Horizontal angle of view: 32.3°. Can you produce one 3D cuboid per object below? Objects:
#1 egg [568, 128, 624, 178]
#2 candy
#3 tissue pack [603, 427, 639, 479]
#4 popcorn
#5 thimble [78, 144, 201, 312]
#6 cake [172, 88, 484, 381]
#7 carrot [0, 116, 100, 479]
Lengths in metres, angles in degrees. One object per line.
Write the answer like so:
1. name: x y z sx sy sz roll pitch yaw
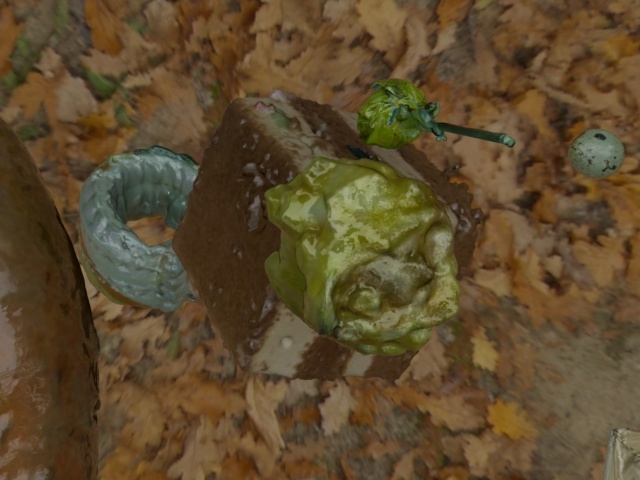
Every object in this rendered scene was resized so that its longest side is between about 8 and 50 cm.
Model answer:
1. egg: 0.464 -0.147 1.870 0.110 0.085 0.085 1 93 -32
2. candy: 0.114 -0.118 1.113 0.073 0.262 0.077 10 97 -26
3. tissue pack: 0.382 0.296 1.191 0.125 0.234 0.159 1 73 27
4. popcorn: 0.029 0.007 0.877 0.142 0.173 0.173 -42 94 -7
5. thimble: -0.288 -0.020 1.911 0.254 0.167 0.288 -5 50 -18
6. cake: 0.000 0.000 1.330 0.290 0.255 0.282 5 122 -38
7. carrot: -0.160 0.085 0.497 0.139 0.139 0.302 -11 96 -3
